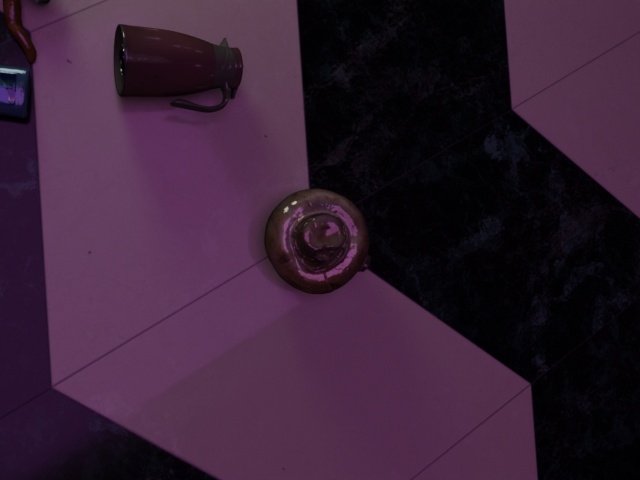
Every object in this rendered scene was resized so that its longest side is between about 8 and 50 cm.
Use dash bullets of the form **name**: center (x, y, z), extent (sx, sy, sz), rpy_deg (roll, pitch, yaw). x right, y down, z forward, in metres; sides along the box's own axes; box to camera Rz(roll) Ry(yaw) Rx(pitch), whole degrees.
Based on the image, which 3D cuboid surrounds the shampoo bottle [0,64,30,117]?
- **shampoo bottle**: center (-0.718, -0.309, 1.270), extent (0.258, 0.061, 0.104), rpy_deg (4, 85, -19)

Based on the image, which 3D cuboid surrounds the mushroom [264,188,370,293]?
- **mushroom**: center (0.000, 0.000, 1.455), extent (0.254, 0.184, 0.255), rpy_deg (4, 73, -14)

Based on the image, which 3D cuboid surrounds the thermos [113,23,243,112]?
- **thermos**: center (-0.299, -0.365, 1.383), extent (0.265, 0.146, 0.176), rpy_deg (-2, 82, -26)

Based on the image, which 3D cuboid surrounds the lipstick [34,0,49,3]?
- **lipstick**: center (-0.673, -0.611, 1.286), extent (0.317, 0.068, 0.066), rpy_deg (40, 104, -14)

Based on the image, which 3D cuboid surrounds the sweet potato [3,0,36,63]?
- **sweet potato**: center (-0.628, -0.454, 1.322), extent (0.044, 0.044, 0.179), rpy_deg (-17, 92, -19)
